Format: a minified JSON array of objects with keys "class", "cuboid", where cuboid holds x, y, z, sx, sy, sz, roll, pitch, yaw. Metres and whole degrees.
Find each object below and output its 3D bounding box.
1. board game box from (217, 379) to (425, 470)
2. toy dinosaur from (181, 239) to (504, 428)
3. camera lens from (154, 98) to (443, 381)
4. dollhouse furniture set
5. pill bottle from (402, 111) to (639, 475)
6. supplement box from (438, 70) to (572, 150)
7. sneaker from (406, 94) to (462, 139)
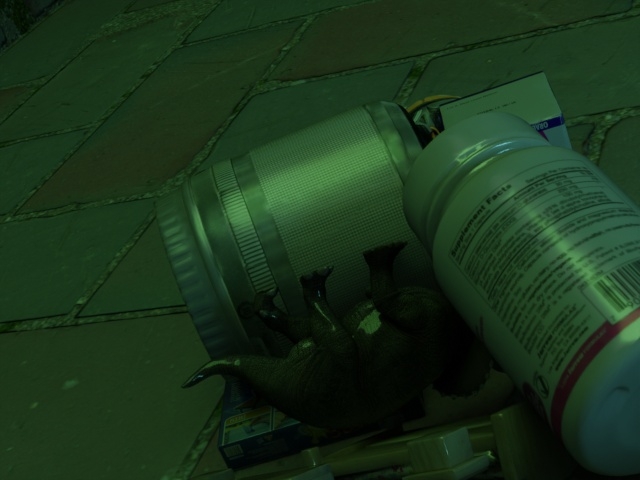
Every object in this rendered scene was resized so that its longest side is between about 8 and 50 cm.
[{"class":"board game box","cuboid":[0.000,0.150,1.195,0.201,0.035,0.136,-17,27,10]},{"class":"toy dinosaur","cuboid":[0.035,0.096,1.035,0.314,0.160,0.121,-21,-2,-6]},{"class":"camera lens","cuboid":[0.000,0.000,1.187,0.274,0.219,0.219,-22,26,0]},{"class":"dollhouse furniture set","cuboid":[0.059,0.241,0.980,0.303,0.173,0.356,-18,-5,38]},{"class":"pill bottle","cuboid":[0.185,0.028,0.917,0.160,0.160,0.283,-27,44,-8]},{"class":"supplement box","cuboid":[0.204,-0.034,1.173,0.111,0.220,0.114,-18,28,10]},{"class":"sneaker","cuboid":[0.112,-0.112,1.552,0.215,0.084,0.083,-32,28,4]}]
